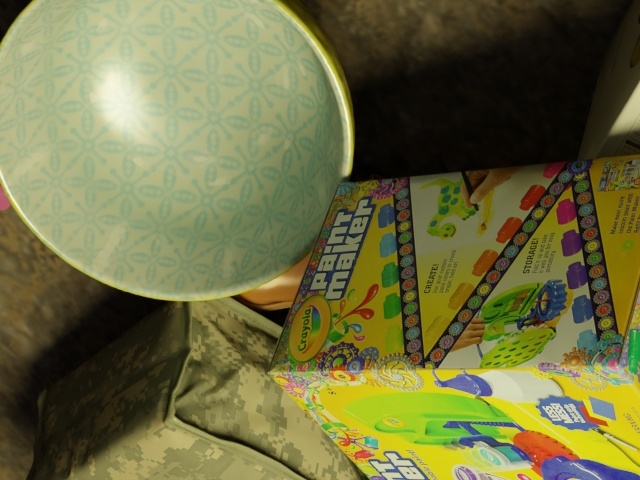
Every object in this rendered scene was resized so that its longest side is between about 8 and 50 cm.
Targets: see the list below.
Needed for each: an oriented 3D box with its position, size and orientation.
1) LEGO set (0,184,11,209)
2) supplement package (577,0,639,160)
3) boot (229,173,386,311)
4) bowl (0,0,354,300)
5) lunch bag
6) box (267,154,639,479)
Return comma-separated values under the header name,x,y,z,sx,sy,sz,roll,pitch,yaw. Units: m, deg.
name,x,y,z,sx,sy,sz,roll,pitch,yaw
LEGO set,-0.365,-0.073,1.540,0.227,0.087,0.093,37,117,-8
supplement package,0.328,-0.137,1.276,0.198,0.199,0.262,23,136,-2
boot,0.000,0.000,1.521,0.197,0.073,0.152,28,121,-18
bowl,-0.106,-0.113,1.430,0.289,0.156,0.289,4,119,8
lunch bag,-0.073,0.194,1.558,0.287,0.169,0.235,31,134,-27
box,0.169,0.099,1.321,0.279,0.177,0.290,-4,142,36
